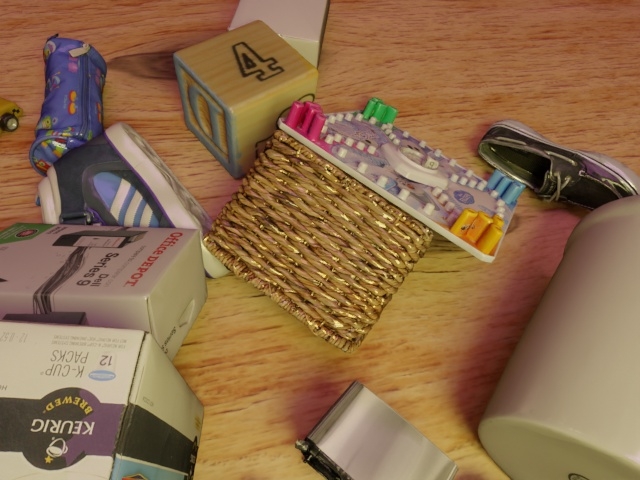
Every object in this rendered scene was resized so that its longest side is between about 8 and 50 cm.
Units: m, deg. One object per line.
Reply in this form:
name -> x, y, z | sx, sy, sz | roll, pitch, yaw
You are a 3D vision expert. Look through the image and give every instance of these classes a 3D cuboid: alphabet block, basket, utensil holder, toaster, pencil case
alphabet block -> -0.144, -0.277, 0.877 | 0.197, 0.192, 0.193 | -34, 70, -25
basket -> 0.000, 0.000, 0.741 | 0.299, 0.213, 0.222 | 34, 94, 7
utensil holder -> 0.439, 0.179, 0.601 | 0.328, 0.327, 0.385 | 36, 64, 14
toaster -> 0.063, 0.281, 0.568 | 0.168, 0.185, 0.110 | 37, 66, 15
pencil case -> -0.480, -0.262, 0.860 | 0.120, 0.133, 0.305 | 12, 52, -39

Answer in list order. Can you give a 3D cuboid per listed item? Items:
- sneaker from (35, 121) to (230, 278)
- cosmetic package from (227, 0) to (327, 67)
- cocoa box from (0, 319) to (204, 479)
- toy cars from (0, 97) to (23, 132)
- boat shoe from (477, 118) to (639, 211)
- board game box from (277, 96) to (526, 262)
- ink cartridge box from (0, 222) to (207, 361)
sneaker -> -0.331, -0.014, 0.753 | 0.236, 0.130, 0.322 | -38, 91, 2
cosmetic package -> -0.082, -0.532, 1.058 | 0.197, 0.155, 0.365 | 10, 59, -1
cocoa box -> -0.270, 0.246, 0.450 | 0.232, 0.347, 0.227 | 5, 59, -3
toy cars -> -0.762, -0.188, 0.803 | 0.394, 0.087, 0.176 | -23, 64, -19
boat shoe -> 0.477, -0.131, 0.913 | 0.335, 0.121, 0.119 | 33, 57, 24
board game box -> 0.177, -0.148, 0.805 | 0.390, 0.050, 0.390 | 36, 31, 14
ink cartridge box -> -0.326, 0.068, 0.608 | 0.290, 0.121, 0.211 | 2, 24, 1
